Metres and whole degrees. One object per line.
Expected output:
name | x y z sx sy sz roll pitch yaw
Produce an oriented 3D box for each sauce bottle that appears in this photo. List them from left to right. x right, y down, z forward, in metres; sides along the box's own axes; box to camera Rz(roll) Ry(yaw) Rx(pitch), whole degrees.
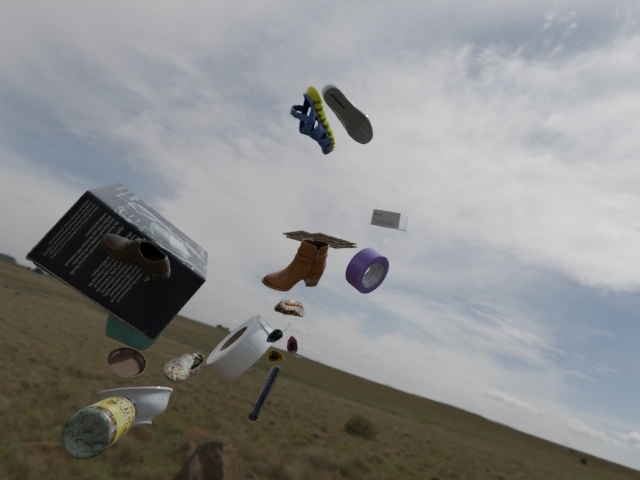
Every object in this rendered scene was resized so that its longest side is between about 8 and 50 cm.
sauce bottle | -0.542 0.458 1.040 0.111 0.111 0.344 21 -16 -7

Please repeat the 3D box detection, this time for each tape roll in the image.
tape roll | -0.318 0.429 1.636 0.100 0.286 0.286 52 -24 -7
tape roll | 0.203 0.131 1.755 0.080 0.189 0.189 37 -1 42

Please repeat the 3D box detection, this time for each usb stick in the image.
usb stick | -0.272 0.748 2.004 0.045 0.278 0.077 38 -37 -14

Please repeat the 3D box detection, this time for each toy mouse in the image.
toy mouse | -0.133 0.355 1.423 0.161 0.143 0.031 19 -10 -12

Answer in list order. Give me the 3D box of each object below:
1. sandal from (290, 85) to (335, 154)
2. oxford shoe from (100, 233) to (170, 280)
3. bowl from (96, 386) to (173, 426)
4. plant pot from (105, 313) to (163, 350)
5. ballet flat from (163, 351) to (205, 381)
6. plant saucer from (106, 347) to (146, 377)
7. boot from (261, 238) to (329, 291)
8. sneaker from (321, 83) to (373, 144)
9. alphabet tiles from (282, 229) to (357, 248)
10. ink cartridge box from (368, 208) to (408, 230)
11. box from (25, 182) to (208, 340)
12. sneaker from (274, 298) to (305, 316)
sandal | -0.034 -0.493 1.732 0.126 0.138 0.317 60 -2 46
oxford shoe | -0.529 0.024 1.170 0.227 0.083 0.096 23 -53 6
bowl | -0.770 0.694 1.679 0.297 0.134 0.298 -5 -26 -2
plant pot | -0.887 0.390 1.964 0.293 0.235 0.293 20 -25 9
ballet flat | -0.458 0.419 1.381 0.091 0.077 0.241 37 -7 6
plant saucer | -0.867 0.550 1.812 0.168 0.029 0.168 28 20 -11
boot | -0.098 0.101 1.718 0.283 0.220 0.109 3 32 -25
sneaker | 0.100 -0.455 1.438 0.094 0.091 0.258 -33 -57 17
alphabet tiles | 0.000 0.000 1.981 0.342 0.011 0.285 16 -12 -37
ink cartridge box | 0.252 -0.075 1.490 0.104 0.060 0.180 12 2 22
box | -0.700 0.053 1.526 0.472 0.297 0.480 43 -2 -18
sneaker | -0.163 0.374 2.219 0.083 0.084 0.215 -29 -40 30
